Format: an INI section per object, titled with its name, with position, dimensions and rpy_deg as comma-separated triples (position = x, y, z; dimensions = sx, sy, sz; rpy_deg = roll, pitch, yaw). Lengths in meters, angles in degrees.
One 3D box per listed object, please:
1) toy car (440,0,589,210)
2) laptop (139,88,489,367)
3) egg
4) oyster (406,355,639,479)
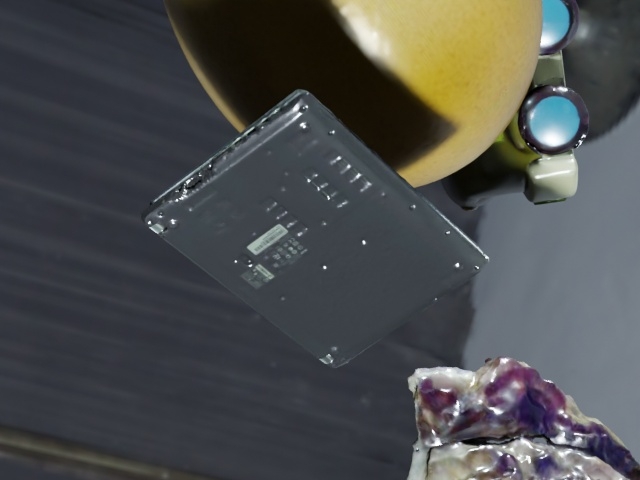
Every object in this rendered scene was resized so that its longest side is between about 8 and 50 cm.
[toy car]
position = 0.121, -0.147, 1.306
dimensions = 0.204, 0.198, 0.247
rpy_deg = -87, -12, -78
[laptop]
position = 0.000, 0.000, 0.881
dimensions = 0.129, 0.180, 0.016
rpy_deg = -36, 37, 21
[egg]
position = 0.017, -0.182, 1.047
dimensions = 0.250, 0.322, 0.250
rpy_deg = -30, 27, 17
[oyster]
position = 0.158, 0.219, 1.060
dimensions = 0.100, 0.271, 0.275
rpy_deg = -93, 0, -66
